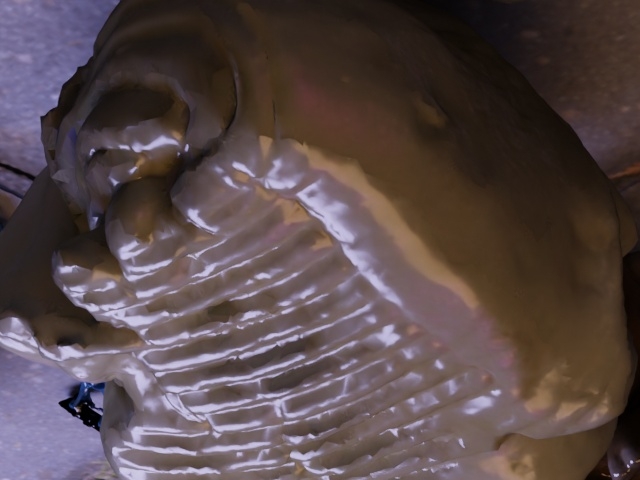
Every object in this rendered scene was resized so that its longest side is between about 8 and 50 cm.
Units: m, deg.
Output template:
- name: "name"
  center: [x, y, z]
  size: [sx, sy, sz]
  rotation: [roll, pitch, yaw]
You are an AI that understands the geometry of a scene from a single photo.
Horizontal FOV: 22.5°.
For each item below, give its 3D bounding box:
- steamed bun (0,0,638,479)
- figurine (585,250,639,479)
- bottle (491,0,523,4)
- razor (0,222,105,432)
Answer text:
- name: "steamed bun"
  center: [0.000, 0.000, 0.871]
  size: [0.352, 0.247, 0.339]
  rotation: [38, 135, -22]
- name: "figurine"
  center: [0.189, 0.078, 1.065]
  size: [0.247, 0.173, 0.177]
  rotation: [-24, 155, -23]
- name: "bottle"
  center: [0.074, -0.202, 0.749]
  size: [0.060, 0.060, 0.217]
  rotation: [-10, 145, 12]
- name: "razor"
  center: [-0.191, 0.062, 1.126]
  size: [0.082, 0.042, 0.253]
  rotation: [28, 157, 34]
